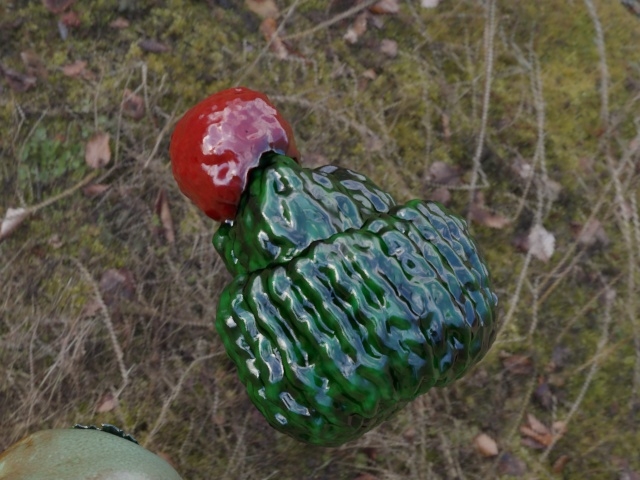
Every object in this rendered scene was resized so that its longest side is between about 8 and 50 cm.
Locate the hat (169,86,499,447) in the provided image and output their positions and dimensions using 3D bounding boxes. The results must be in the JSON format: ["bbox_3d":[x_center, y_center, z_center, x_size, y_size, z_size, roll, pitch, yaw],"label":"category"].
[{"bbox_3d":[0.000,0.000,0.786,0.242,0.274,0.332,-32,80,-1],"label":"hat"}]

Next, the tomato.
[{"bbox_3d":[-0.314,0.372,1.147,0.304,0.303,0.238,-1,103,-25],"label":"tomato"}]
